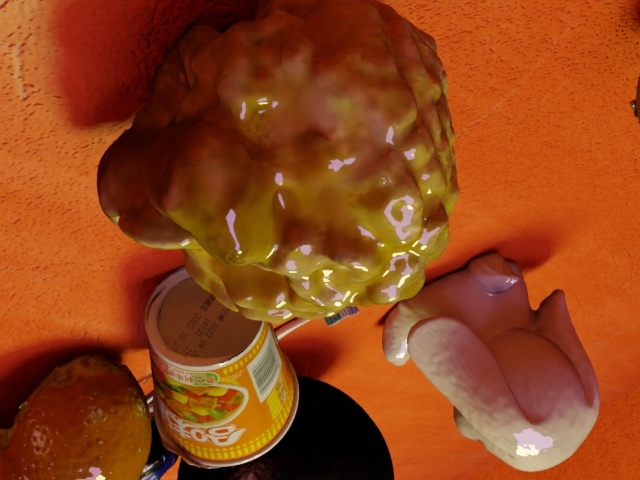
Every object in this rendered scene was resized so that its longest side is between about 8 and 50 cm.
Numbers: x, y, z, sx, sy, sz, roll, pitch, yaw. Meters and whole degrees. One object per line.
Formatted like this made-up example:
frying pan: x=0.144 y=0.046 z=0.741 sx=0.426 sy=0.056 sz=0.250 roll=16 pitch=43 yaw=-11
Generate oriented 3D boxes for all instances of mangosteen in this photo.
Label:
mangosteen: x=-0.041 y=0.318 z=1.267 sx=0.297 sy=0.297 sz=0.313 roll=-32 pitch=-173 yaw=16

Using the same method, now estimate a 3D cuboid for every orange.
orange: x=-0.279 y=0.236 z=1.007 sx=0.237 sy=0.158 sz=0.179 roll=-34 pitch=173 yaw=16

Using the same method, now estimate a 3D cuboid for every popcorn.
popcorn: x=-0.035 y=-0.049 z=0.623 sx=0.251 sy=0.206 sz=0.237 roll=-7 pitch=172 yaw=2

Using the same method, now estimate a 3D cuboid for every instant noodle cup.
instant noodle cup: x=-0.107 y=0.120 z=0.953 sx=0.168 sy=0.168 sz=0.185 roll=-20 pitch=147 yaw=-11

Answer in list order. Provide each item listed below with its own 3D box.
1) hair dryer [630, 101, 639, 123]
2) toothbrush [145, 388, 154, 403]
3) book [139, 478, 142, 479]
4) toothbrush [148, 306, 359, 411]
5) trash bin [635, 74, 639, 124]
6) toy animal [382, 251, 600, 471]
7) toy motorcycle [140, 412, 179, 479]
hair dryer: x=0.493 y=-0.145 z=1.054 sx=0.359 sy=0.120 sz=0.304 roll=4 pitch=135 yaw=-32
toothbrush: x=-0.264 y=0.233 z=1.115 sx=0.321 sy=0.023 sz=0.031 roll=-40 pitch=153 yaw=8
book: x=-0.335 y=0.329 z=1.165 sx=0.230 sy=0.161 sz=0.026 roll=-27 pitch=-166 yaw=4
toothbrush: x=-0.088 y=0.141 z=1.156 sx=0.304 sy=0.030 sz=0.030 roll=-28 pitch=155 yaw=13
trash bin: x=0.443 y=-0.174 z=0.720 sx=0.280 sy=0.280 sz=0.432 roll=-14 pitch=150 yaw=-21
toy animal: x=0.239 y=0.168 z=1.219 sx=0.271 sy=0.265 sz=0.206 roll=-5 pitch=148 yaw=-32
toy motorcycle: x=-0.266 y=0.349 z=1.287 sx=0.168 sy=0.113 sz=0.315 roll=-9 pitch=136 yaw=-37
